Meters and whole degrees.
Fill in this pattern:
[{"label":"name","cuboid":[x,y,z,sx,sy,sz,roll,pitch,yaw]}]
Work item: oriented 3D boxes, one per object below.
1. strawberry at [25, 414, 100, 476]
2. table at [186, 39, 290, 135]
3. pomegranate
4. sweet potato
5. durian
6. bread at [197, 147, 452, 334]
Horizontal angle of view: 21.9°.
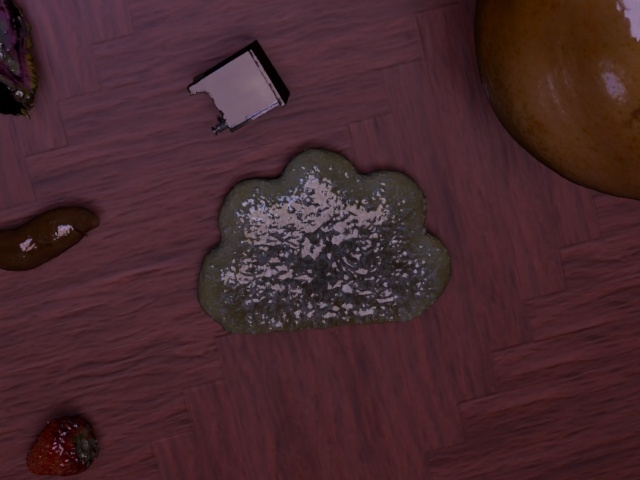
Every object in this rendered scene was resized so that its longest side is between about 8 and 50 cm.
[{"label":"strawberry","cuboid":[-0.293,0.232,1.842,0.083,0.073,0.073,-16,106,23]},{"label":"table","cuboid":[-0.087,-0.159,1.757,0.082,0.083,0.070,-30,101,9]},{"label":"pomegranate","cuboid":[0.361,-0.210,1.632,0.416,0.417,0.417,-1,104,-5]},{"label":"sweet potato","cuboid":[-0.331,0.007,1.792,0.194,0.056,0.056,-16,105,5]},{"label":"durian","cuboid":[-0.362,-0.216,1.724,0.186,0.119,0.108,39,59,-24]},{"label":"bread","cuboid":[0.000,0.000,1.819,0.286,0.056,0.207,-9,106,-5]}]
